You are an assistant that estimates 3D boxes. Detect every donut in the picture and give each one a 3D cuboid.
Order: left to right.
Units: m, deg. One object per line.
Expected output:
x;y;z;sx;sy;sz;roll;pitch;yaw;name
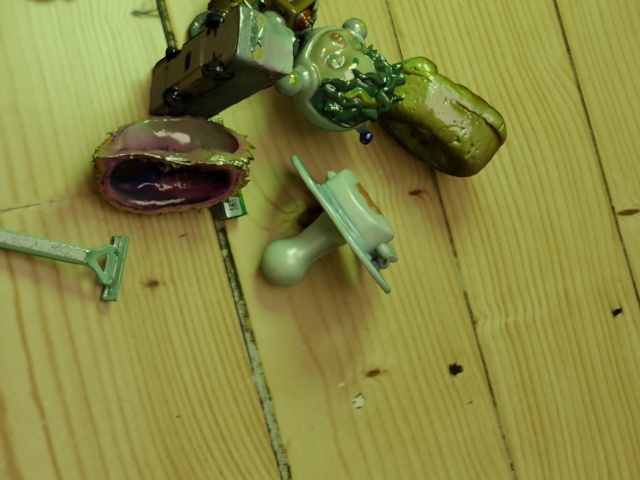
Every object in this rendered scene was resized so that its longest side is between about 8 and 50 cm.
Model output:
0.223;-0.230;1.959;0.261;0.208;0.128;36;77;-5;donut

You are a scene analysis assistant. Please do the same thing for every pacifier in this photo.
0.000;0.000;1.810;0.233;0.244;0.299;-33;72;-1;pacifier

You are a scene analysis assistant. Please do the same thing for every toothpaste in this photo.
-0.176;-0.125;1.796;0.043;0.037;0.178;-13;87;-33;toothpaste

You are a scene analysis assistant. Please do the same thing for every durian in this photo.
-0.246;-0.138;1.699;0.261;0.154;0.186;13;55;-14;durian

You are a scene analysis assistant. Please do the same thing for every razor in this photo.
-0.439;0.012;1.599;0.278;0.056;0.111;16;74;-28;razor

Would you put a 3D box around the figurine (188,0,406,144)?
-0.019;-0.343;1.823;0.382;0.186;0.261;43;65;2;figurine

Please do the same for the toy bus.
-0.166;-0.280;1.669;0.138;0.317;0.112;12;76;-33;toy bus
